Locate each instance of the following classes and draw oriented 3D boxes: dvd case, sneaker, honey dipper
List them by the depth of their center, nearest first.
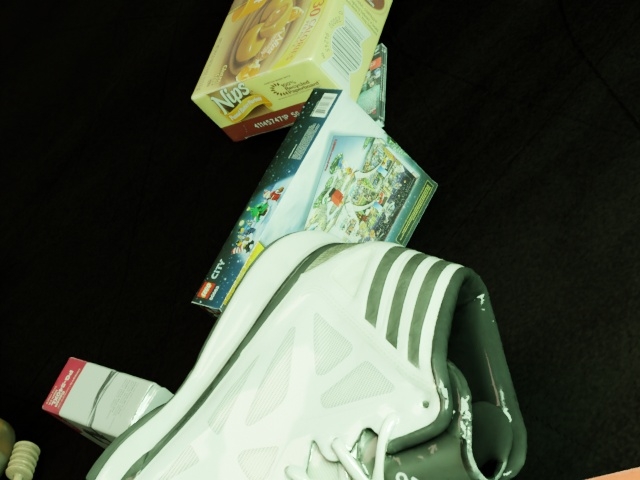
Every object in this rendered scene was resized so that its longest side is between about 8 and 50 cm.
[{"bbox_3d":[-0.019,0.183,0.965,0.257,0.169,0.447,2,57,51],"label":"sneaker"},{"bbox_3d":[-0.328,0.283,1.424,0.030,0.030,0.160,-25,36,29],"label":"honey dipper"},{"bbox_3d":[0.033,-0.153,1.471,0.087,0.013,0.119,-24,42,29],"label":"dvd case"}]

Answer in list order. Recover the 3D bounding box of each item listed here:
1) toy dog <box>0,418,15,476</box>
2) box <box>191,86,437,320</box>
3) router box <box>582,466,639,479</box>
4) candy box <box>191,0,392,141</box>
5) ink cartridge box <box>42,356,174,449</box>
[{"bbox_3d":[-0.509,0.172,1.565,0.395,0.284,0.408,-38,35,-16],"label":"toy dog"},{"bbox_3d":[0.000,0.000,1.247,0.044,0.159,0.233,11,66,47],"label":"box"},{"bbox_3d":[0.240,0.263,0.751,0.335,0.082,0.301,-15,45,9],"label":"router box"},{"bbox_3d":[-0.010,-0.273,1.545,0.183,0.087,0.316,-11,46,39],"label":"candy box"},{"bbox_3d":[-0.181,0.176,1.318,0.150,0.109,0.063,9,64,49],"label":"ink cartridge box"}]
